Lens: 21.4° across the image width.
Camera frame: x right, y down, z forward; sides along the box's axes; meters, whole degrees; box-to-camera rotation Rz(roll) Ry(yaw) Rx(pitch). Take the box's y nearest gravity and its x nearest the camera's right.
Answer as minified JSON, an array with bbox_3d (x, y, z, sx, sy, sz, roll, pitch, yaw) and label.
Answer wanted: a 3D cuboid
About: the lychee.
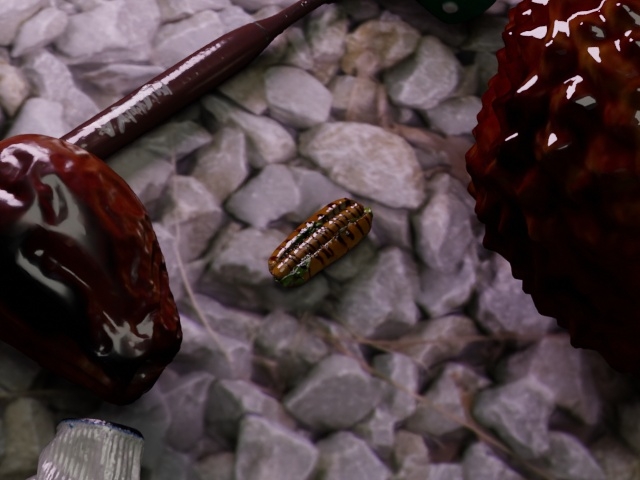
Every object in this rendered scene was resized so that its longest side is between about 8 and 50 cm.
[{"bbox_3d":[0.328,-0.085,1.426,0.424,0.500,0.425,-4,80,21],"label":"lychee"}]

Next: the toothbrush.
[{"bbox_3d":[-0.102,-0.166,1.600,0.364,0.041,0.041,-37,72,-28],"label":"toothbrush"}]

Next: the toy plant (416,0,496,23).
[{"bbox_3d":[0.082,-0.314,1.617,0.243,0.232,0.113,33,60,-6],"label":"toy plant"}]

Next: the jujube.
[{"bbox_3d":[-0.208,0.025,1.399,0.168,0.168,0.236,-34,77,-26],"label":"jujube"}]

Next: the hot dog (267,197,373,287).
[{"bbox_3d":[0.000,0.000,1.520,0.049,0.037,0.122,39,59,17],"label":"hot dog"}]

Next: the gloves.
[{"bbox_3d":[-0.187,0.245,1.303,0.119,0.097,0.229,9,53,0],"label":"gloves"}]
